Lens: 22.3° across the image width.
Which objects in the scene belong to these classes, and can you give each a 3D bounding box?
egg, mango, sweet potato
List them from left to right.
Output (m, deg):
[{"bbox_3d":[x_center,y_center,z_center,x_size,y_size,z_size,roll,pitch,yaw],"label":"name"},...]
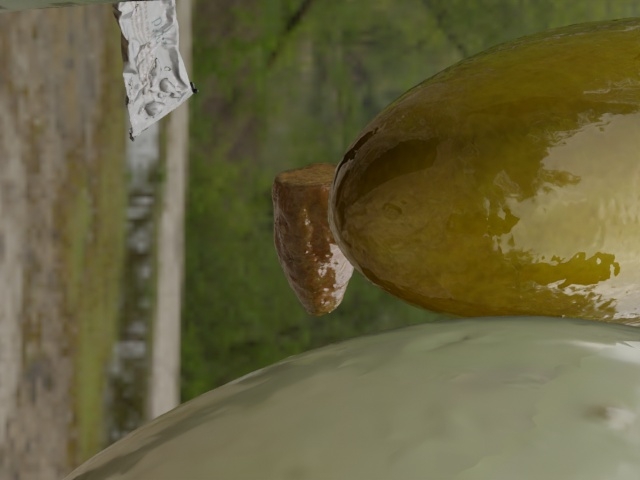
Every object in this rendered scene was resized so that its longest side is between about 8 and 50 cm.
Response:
[{"bbox_3d":[0.000,0.000,1.703,0.251,0.097,0.097,87,3,-56],"label":"sweet potato"},{"bbox_3d":[0.030,0.160,0.409,0.345,0.283,0.283,-5,97,-44],"label":"egg"},{"bbox_3d":[0.181,-0.047,1.125,0.301,0.445,0.220,11,-78,47],"label":"mango"}]

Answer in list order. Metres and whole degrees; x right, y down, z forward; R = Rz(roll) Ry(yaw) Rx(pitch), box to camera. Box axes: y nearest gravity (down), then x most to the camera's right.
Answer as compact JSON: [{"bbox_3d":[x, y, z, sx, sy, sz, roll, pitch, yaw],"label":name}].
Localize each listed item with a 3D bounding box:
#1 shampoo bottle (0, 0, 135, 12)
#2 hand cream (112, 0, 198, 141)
[{"bbox_3d":[-0.158,-0.174,0.959,0.134,0.359,0.078,19,70,-74],"label":"shampoo bottle"},{"bbox_3d":[-0.140,-0.201,1.388,0.084,0.050,0.257,-42,154,-34],"label":"hand cream"}]
